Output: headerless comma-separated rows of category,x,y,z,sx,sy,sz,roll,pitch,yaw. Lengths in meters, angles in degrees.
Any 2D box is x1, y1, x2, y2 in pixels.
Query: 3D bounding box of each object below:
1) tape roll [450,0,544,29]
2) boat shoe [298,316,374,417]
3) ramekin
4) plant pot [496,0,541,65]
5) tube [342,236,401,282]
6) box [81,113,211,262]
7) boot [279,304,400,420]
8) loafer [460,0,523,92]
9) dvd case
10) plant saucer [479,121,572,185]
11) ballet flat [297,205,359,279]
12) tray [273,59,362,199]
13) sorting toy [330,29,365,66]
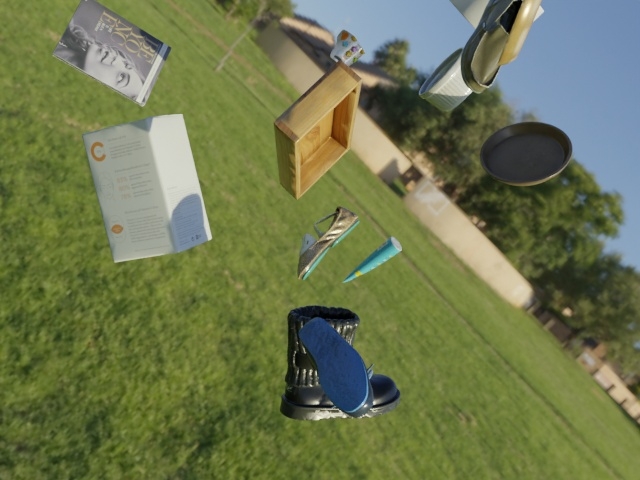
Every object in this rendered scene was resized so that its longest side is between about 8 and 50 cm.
tape roll,0.503,-0.691,2.180,0.246,0.169,0.246,39,24,-21
boat shoe,0.045,0.238,1.408,0.089,0.109,0.258,56,5,-36
ramekin,0.432,-0.520,2.466,0.109,0.207,0.207,40,6,-12
plant pot,0.380,-0.426,1.366,0.032,0.236,0.236,22,3,7
tube,0.156,0.067,2.319,0.052,0.207,0.080,58,25,15
box,-0.451,-0.137,1.971,0.168,0.215,0.345,-28,108,-63
boot,0.065,0.290,1.819,0.347,0.260,0.131,3,8,-35
loafer,0.403,-0.464,1.745,0.094,0.251,0.087,22,-5,-28
dvd case,-0.464,-0.426,1.694,0.221,0.165,0.018,29,-21,-24
plant saucer,0.633,-0.263,2.322,0.278,0.277,0.041,50,-12,44
ballet flat,0.000,0.000,1.607,0.067,0.206,0.073,42,-33,4
tray,-0.011,-0.246,1.774,0.076,0.203,0.411,43,-11,8
sorting toy,0.061,-0.452,1.823,0.083,0.075,0.045,50,-9,-35
